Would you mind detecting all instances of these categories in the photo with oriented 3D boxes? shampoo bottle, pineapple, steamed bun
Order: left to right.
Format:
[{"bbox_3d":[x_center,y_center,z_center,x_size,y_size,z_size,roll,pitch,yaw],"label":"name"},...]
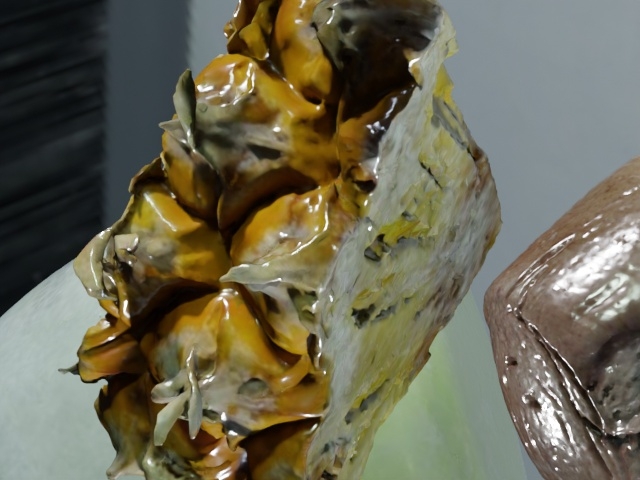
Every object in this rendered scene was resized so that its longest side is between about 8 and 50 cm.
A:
[{"bbox_3d":[-0.048,0.135,1.170,0.317,0.322,0.322,-14,101,10],"label":"shampoo bottle"},{"bbox_3d":[0.000,0.000,0.769,0.114,0.186,0.236,30,107,20],"label":"pineapple"},{"bbox_3d":[0.160,0.061,0.898,0.175,0.145,0.106,57,159,-13],"label":"steamed bun"}]
